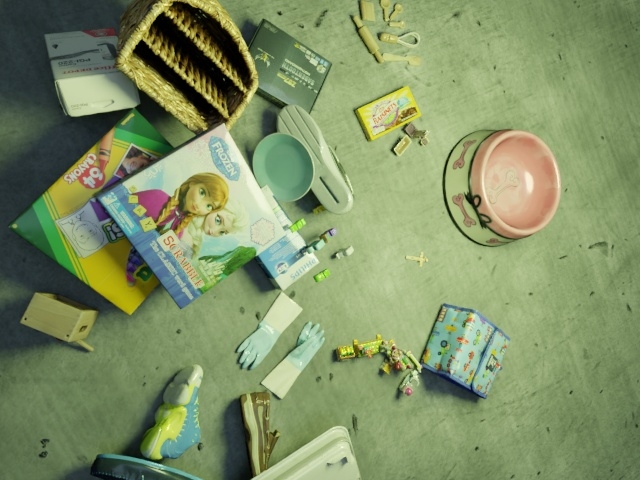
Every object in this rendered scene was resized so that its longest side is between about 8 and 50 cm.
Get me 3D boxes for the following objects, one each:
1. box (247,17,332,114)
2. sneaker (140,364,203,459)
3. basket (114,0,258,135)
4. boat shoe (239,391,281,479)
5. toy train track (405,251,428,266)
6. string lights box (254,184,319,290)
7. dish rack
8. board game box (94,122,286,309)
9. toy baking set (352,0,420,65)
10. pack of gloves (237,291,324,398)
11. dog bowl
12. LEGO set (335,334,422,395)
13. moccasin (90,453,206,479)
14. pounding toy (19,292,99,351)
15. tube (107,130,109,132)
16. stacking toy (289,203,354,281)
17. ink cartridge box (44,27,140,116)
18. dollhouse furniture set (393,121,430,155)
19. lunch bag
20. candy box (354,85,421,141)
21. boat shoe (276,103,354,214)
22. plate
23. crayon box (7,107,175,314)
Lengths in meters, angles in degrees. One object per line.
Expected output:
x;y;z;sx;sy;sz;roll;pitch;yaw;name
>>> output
-0.104;-0.477;1.281;0.233;0.059;0.183;27;80;-18;box
-0.345;0.439;1.151;0.126;0.091;0.240;40;73;-35;sneaker
-0.279;-0.413;1.036;0.213;0.223;0.299;-31;139;16;basket
-0.149;0.531;1.205;0.095;0.095;0.257;-9;91;-16;boat shoe
0.310;0.058;1.451;0.083;0.014;0.048;9;85;-21;toy train track
-0.134;-0.005;1.243;0.133;0.077;0.259;-37;102;-19;string lights box
-0.029;0.683;1.215;0.333;0.072;0.285;-26;118;-22;dish rack
-0.285;-0.057;1.065;0.318;0.066;0.318;-37;118;-18;board game box
0.219;-0.651;1.431;0.197;0.030;0.256;-34;100;-19;toy baking set
-0.102;0.294;1.263;0.195;0.046;0.232;43;74;-16;pack of gloves
0.619;-0.184;1.512;0.408;0.150;0.408;1;88;-22;dog bowl
0.194;0.351;1.344;0.287;0.107;0.132;31;77;-18;LEGO set
-0.381;0.604;1.079;0.342;0.138;0.117;28;53;-18;moccasin
-0.583;0.191;1.039;0.130;0.141;0.100;24;79;-5;pounding toy
-0.478;-0.171;1.129;0.080;0.052;0.207;-11;97;-17;tube
0.000;0.000;1.257;0.167;0.052;0.221;63;35;-9;stacking toy
-0.520;-0.387;1.032;0.158;0.092;0.218;-17;55;-21;ink cartridge box
0.297;-0.299;1.420;0.091;0.081;0.114;43;82;-29;dollhouse furniture set
0.492;0.369;1.470;0.293;0.138;0.221;33;75;-30;lunch bag
0.213;-0.398;1.422;0.206;0.027;0.105;-30;97;-20;candy box
-0.015;-0.220;1.280;0.121;0.119;0.335;-28;92;14;boat shoe
-0.098;-0.198;1.232;0.188;0.188;0.024;63;30;-8;plate
-0.452;-0.066;1.073;0.313;0.106;0.363;46;73;-26;crayon box
